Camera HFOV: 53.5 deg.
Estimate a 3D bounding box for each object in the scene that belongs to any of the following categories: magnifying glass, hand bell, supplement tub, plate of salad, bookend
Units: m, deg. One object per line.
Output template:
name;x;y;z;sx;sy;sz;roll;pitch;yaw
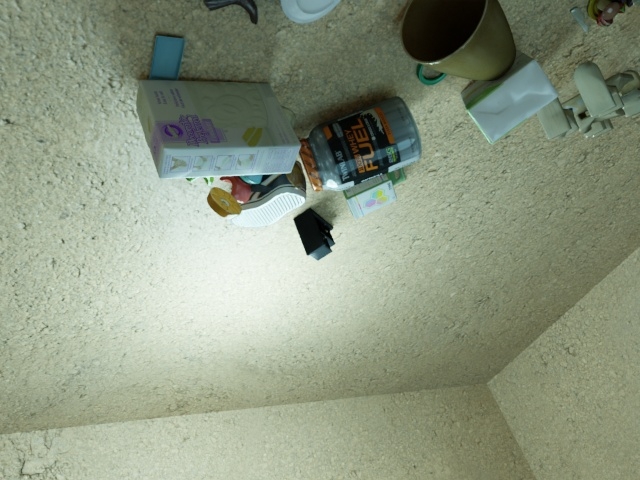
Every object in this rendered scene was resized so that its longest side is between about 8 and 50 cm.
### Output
magnifying glass;0.331;-0.512;1.687;0.092;0.026;0.231;3;136;-25
hand bell;-0.088;-0.224;1.652;0.126;0.242;0.126;-15;144;-11
supplement tub;0.103;-0.257;1.754;0.316;0.193;0.193;-22;145;-1
plate of salad;-0.010;-0.574;1.401;0.200;0.048;0.200;-32;156;-17
bookend;0.000;0.000;2.064;0.072;0.157;0.156;-33;142;15

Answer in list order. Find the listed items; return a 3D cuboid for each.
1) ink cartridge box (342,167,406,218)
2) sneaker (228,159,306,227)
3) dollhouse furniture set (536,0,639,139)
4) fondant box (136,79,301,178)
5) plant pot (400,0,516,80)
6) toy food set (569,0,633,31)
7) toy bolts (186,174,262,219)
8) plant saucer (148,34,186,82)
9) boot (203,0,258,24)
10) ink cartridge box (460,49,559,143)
ink cartridge box;0.182;-0.161;2.033;0.209;0.062;0.109;-25;144;2
sneaker;-0.150;-0.133;1.857;0.126;0.127;0.321;22;151;-37
dollhouse furniture set;0.832;-0.485;1.799;0.362;0.256;0.394;-11;167;-46
fondant box;-0.242;-0.267;1.498;0.330;0.238;0.096;-7;143;-28
plant pot;0.366;-0.494;1.551;0.254;0.237;0.237;17;129;-43
toy food set;0.810;-0.645;1.730;0.218;0.071;0.128;-36;142;19
toy bolts;-0.220;-0.180;1.697;0.158;0.218;0.228;-47;156;21
plant saucer;-0.364;-0.393;1.479;0.067;0.018;0.192;-2;140;-27
boot;-0.198;-0.514;1.392;0.114;0.037;0.106;-18;131;-11
ink cartridge box;0.502;-0.406;1.743;0.207;0.353;0.119;-37;102;19
